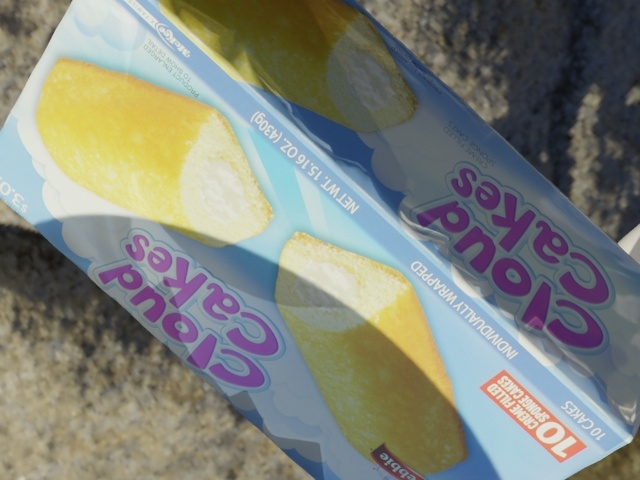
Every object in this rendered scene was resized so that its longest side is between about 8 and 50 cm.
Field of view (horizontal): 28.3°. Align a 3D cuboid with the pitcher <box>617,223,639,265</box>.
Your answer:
[{"bbox_3d":[0.330,0.032,1.179,0.207,0.125,0.178,-63,160,8],"label":"pitcher"}]

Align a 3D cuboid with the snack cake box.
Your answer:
[{"bbox_3d":[0.000,0.000,0.535,0.152,0.264,0.089,-46,-178,44],"label":"snack cake box"}]
